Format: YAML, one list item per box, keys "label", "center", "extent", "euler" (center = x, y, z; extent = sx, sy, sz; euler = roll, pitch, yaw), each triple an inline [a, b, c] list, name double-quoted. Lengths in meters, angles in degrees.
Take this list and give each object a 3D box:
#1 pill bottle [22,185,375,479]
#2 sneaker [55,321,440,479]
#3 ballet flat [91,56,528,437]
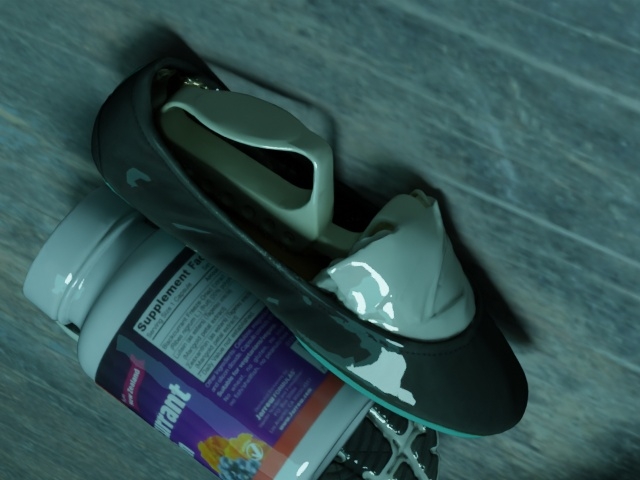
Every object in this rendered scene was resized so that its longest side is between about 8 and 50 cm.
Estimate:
- label: "pill bottle"
  center: [-0.067, 0.057, 1.011]
  extent: [0.193, 0.108, 0.108]
  euler: [36, 151, 8]
- label: "sneaker"
  center: [-0.044, 0.078, 1.124]
  extent: [0.279, 0.107, 0.118]
  euler: [35, 169, 7]
- label: "ballet flat"
  center: [0.000, 0.000, 0.949]
  extent: [0.280, 0.095, 0.096]
  euler: [34, 137, 4]
